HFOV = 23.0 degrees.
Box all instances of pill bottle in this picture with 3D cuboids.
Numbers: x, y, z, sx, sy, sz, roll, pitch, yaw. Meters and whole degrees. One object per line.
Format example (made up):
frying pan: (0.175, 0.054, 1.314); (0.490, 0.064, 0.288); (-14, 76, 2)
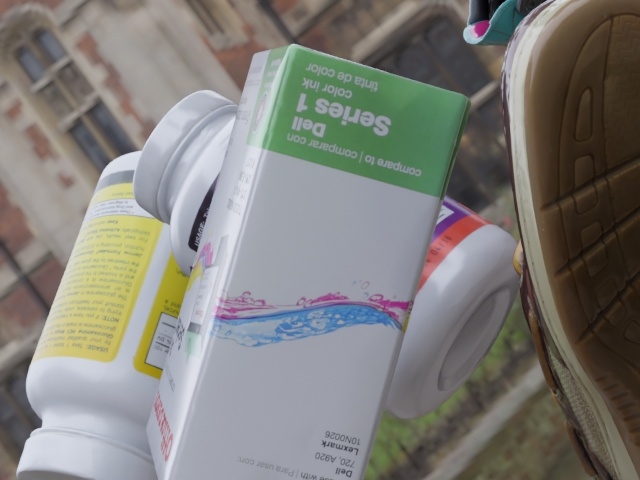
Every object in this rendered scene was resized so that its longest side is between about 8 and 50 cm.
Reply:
pill bottle: (0.000, 0.000, 1.352); (0.181, 0.323, 0.181); (-46, -23, -26)
pill bottle: (-0.174, 0.096, 1.537); (0.188, 0.188, 0.334); (136, 154, -62)

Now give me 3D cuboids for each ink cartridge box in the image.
ink cartridge box: (-0.017, 0.027, 0.997); (0.201, 0.117, 0.278); (-150, 76, -80)

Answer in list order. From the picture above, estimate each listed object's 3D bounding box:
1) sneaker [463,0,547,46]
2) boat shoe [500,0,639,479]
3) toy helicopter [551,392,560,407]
sneaker: (0.228, -0.187, 1.457); (0.178, 0.295, 0.124); (-17, -8, -23)
boat shoe: (0.144, 0.021, 0.805); (0.123, 0.342, 0.123); (-37, 35, -17)
toy helicopter: (0.452, 0.146, 1.781); (0.355, 0.235, 0.140); (-35, -4, -22)
